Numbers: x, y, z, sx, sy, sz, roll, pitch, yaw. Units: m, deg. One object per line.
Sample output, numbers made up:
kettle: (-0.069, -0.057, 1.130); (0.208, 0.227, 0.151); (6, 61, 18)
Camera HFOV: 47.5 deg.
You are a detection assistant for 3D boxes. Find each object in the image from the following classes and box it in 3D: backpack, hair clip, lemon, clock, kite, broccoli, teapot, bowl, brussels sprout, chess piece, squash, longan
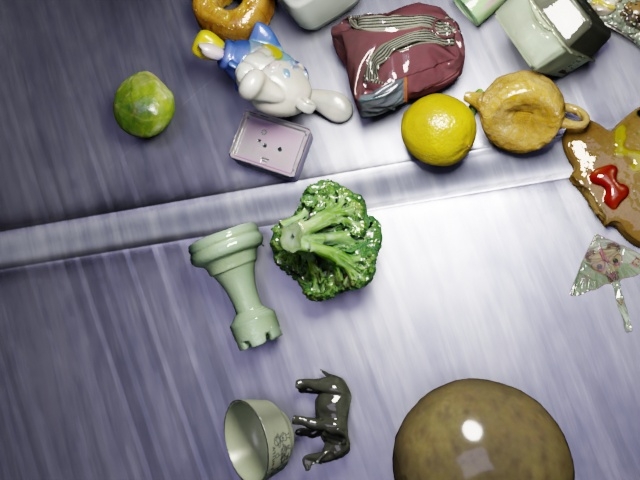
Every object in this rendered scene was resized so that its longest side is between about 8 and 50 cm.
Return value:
backpack: (0.209, -0.476, 1.851); (0.317, 0.197, 0.283); (-17, 67, 2)
hair clip: (0.773, -0.579, 1.837); (0.321, 0.091, 0.138); (31, 85, 11)
lemon: (0.293, -0.280, 1.828); (0.203, 0.178, 0.178); (33, 88, 24)
clock: (-0.131, -0.254, 1.940); (0.193, 0.073, 0.145); (19, 85, 11)
kite: (0.725, 0.100, 1.789); (0.229, 0.012, 0.250); (-17, 81, 7)
broccoli: (0.000, 0.000, 1.796); (0.307, 0.275, 0.308); (-1, 89, 39)
teapot: (0.512, -0.333, 1.813); (0.311, 0.203, 0.167); (8, 41, 5)
bowl: (-0.140, 0.485, 1.794); (0.112, 0.211, 0.212); (-6, 78, -35)
brussels sprout: (-0.483, -0.367, 1.977); (0.161, 0.143, 0.181); (-41, 54, 21)
chess piece: (-0.203, 0.121, 1.853); (0.194, 0.194, 0.299); (-20, 88, 6)
squash: (0.401, -0.354, 1.896); (0.027, 0.027, 0.089); (24, 90, 11)
longan: (0.359, 0.500, 1.623); (0.404, 0.336, 0.405); (1, 79, -3)

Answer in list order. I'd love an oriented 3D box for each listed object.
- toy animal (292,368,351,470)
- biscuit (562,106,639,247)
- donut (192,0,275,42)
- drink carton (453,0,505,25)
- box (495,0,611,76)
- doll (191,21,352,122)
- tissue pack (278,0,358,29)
toy animal: (0.005, 0.444, 1.798); (0.146, 0.114, 0.245); (2, 82, 10)
biscuit: (0.825, -0.197, 1.784); (0.394, 0.076, 0.368); (-28, 78, 4)
donut: (-0.240, -0.645, 1.994); (0.226, 0.114, 0.227); (-2, 80, 9)
drink carton: (0.427, -0.643, 1.881); (0.142, 0.146, 0.144); (-43, 77, 9)
box: (0.566, -0.518, 1.757); (0.166, 0.290, 0.221); (-39, 76, 31)
doll: (-0.135, -0.435, 1.873); (0.365, 0.376, 0.187); (42, 96, 31)
tissue pack: (-0.036, -0.730, 1.920); (0.229, 0.236, 0.333); (-31, 78, 13)
